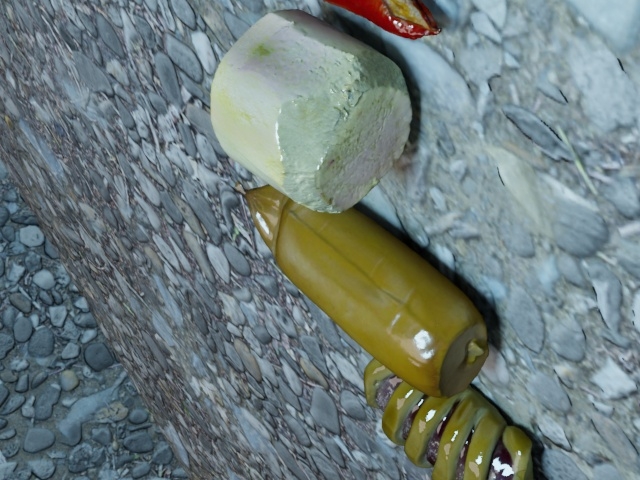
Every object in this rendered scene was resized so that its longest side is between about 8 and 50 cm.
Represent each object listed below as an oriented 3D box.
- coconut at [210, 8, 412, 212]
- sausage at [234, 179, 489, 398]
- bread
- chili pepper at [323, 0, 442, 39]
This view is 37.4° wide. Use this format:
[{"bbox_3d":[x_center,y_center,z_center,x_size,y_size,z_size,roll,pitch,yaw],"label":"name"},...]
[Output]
[{"bbox_3d":[-0.014,-0.111,0.786,0.153,0.147,0.147,39,151,33],"label":"coconut"},{"bbox_3d":[0.029,0.027,0.930,0.328,0.112,0.112,39,151,35],"label":"sausage"},{"bbox_3d":[0.134,0.204,0.982,0.225,0.081,0.134,42,151,31],"label":"bread"},{"bbox_3d":[0.002,-0.220,0.740,0.268,0.059,0.050,39,-170,28],"label":"chili pepper"}]
